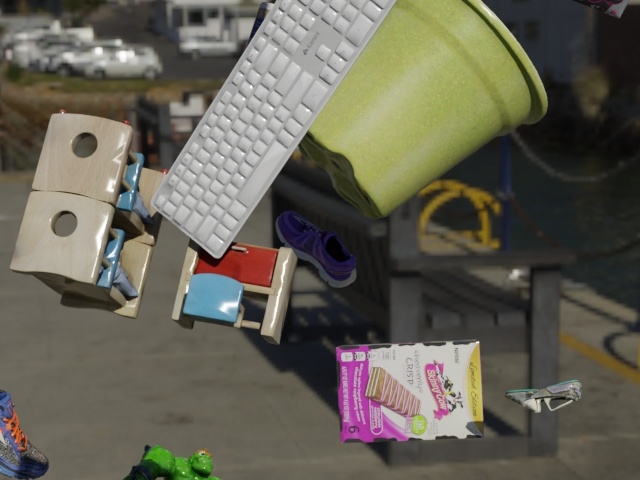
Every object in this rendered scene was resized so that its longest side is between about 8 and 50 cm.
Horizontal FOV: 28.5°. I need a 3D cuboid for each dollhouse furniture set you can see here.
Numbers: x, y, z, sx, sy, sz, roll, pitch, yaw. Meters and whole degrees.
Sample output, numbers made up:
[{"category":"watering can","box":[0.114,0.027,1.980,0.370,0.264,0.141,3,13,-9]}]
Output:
[{"category":"dollhouse furniture set","box":[-0.117,-0.008,0.979,0.184,0.128,0.129,9,-14,10]}]

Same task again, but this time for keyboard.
[{"category":"keyboard","box":[-0.040,-0.099,0.932,0.072,0.256,0.014,41,28,10]}]

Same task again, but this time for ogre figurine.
[{"category":"ogre figurine","box":[-0.184,0.342,1.696,0.197,0.096,0.118,16,30,-15]}]

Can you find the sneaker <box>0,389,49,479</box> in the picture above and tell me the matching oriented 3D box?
[{"category":"sneaker","box":[-0.489,0.274,1.899,0.087,0.221,0.083,-41,16,8]}]

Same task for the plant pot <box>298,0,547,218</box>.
[{"category":"plant pot","box":[0.104,-0.172,1.615,0.254,0.276,0.276,-44,19,-8]}]

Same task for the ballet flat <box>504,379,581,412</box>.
[{"category":"ballet flat","box":[0.324,0.230,1.835,0.114,0.041,0.041,-12,4,23]}]

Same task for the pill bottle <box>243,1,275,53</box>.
[{"category":"pill bottle","box":[-0.062,-0.230,1.570,0.067,0.120,0.067,18,4,-1]}]

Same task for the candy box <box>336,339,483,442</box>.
[{"category":"candy box","box":[0.145,0.245,2.053,0.234,0.159,0.071,-3,-2,3]}]

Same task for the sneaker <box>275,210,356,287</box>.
[{"category":"sneaker","box":[0.000,0.000,2.025,0.170,0.071,0.068,39,49,25]}]

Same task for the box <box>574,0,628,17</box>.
[{"category":"box","box":[0.441,-0.483,1.934,0.163,0.142,0.247,24,54,11]}]
